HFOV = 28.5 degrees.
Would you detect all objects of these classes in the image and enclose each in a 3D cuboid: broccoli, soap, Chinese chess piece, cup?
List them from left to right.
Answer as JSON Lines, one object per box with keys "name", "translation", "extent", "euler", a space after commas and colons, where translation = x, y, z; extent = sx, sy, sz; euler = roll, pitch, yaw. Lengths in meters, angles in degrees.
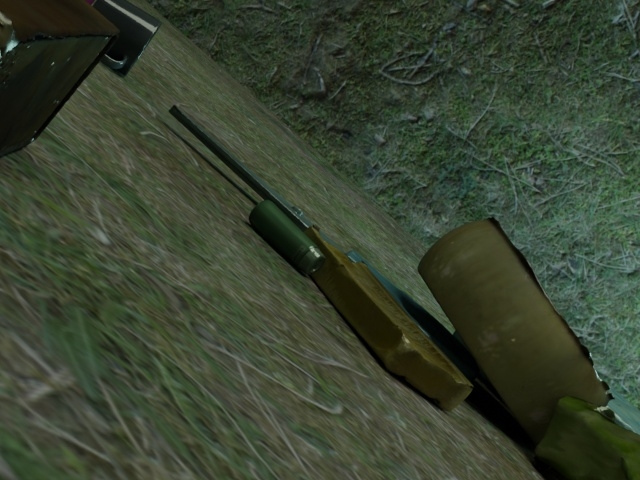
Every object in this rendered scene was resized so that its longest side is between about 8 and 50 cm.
{"name": "cup", "translation": [-0.244, -0.242, 1.490], "extent": [0.077, 0.078, 0.100], "euler": [34, 37, -11]}
{"name": "soap", "translation": [0.052, 0.068, 1.181], "extent": [0.092, 0.037, 0.252], "euler": [36, 8, -32]}
{"name": "Chinese chess piece", "translation": [0.209, 0.098, 1.367], "extent": [0.257, 0.104, 0.257], "euler": [55, 4, -6]}
{"name": "broccoli", "translation": [0.348, 0.245, 1.119], "extent": [0.252, 0.221, 0.361], "euler": [3, 14, -10]}

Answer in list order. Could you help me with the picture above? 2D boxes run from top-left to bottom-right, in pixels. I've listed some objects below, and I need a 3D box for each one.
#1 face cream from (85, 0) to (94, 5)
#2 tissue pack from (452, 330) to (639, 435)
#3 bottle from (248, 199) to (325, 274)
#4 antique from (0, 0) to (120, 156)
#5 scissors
{"name": "face cream", "translation": [-0.318, -0.410, 1.609], "extent": [0.175, 0.195, 0.175], "euler": [39, 5, -4]}
{"name": "tissue pack", "translation": [0.293, 0.188, 1.552], "extent": [0.263, 0.089, 0.177], "euler": [43, 12, 28]}
{"name": "bottle", "translation": [-0.031, -0.003, 1.203], "extent": [0.083, 0.030, 0.030], "euler": [44, 6, 21]}
{"name": "antique", "translation": [-0.178, -0.097, 0.630], "extent": [0.087, 0.093, 0.310], "euler": [40, 6, -7]}
{"name": "scissors", "translation": [0.000, 0.000, 1.390], "extent": [0.447, 0.029, 0.192], "euler": [41, 6, 4]}
